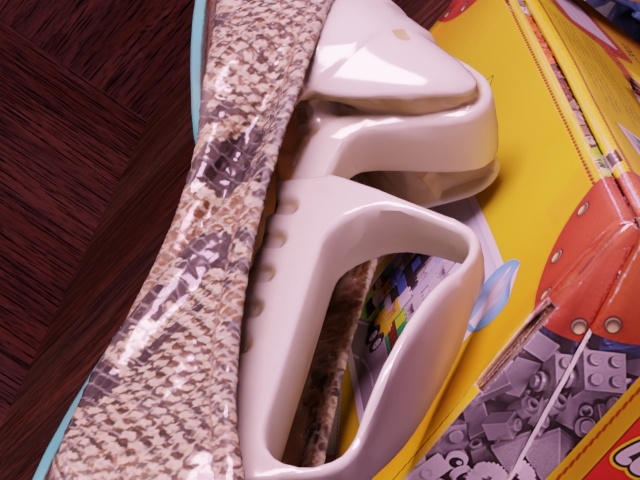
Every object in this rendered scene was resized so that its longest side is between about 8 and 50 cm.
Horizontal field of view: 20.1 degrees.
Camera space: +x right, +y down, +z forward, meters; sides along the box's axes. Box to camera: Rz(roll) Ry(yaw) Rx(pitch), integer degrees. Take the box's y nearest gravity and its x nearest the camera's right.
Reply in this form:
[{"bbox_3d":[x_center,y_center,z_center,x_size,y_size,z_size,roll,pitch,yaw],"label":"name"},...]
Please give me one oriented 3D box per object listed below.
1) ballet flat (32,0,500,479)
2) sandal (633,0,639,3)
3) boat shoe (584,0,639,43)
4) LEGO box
[{"bbox_3d":[0.000,0.000,0.902,0.182,0.164,0.483,-7,45,24],"label":"ballet flat"},{"bbox_3d":[0.240,-0.196,1.185,0.076,0.265,0.102,5,94,57],"label":"sandal"},{"bbox_3d":[0.237,-0.152,1.343,0.089,0.109,0.258,-46,-11,-48],"label":"boat shoe"},{"bbox_3d":[0.096,0.077,1.083,0.372,0.193,0.500,-51,16,18],"label":"LEGO box"}]
